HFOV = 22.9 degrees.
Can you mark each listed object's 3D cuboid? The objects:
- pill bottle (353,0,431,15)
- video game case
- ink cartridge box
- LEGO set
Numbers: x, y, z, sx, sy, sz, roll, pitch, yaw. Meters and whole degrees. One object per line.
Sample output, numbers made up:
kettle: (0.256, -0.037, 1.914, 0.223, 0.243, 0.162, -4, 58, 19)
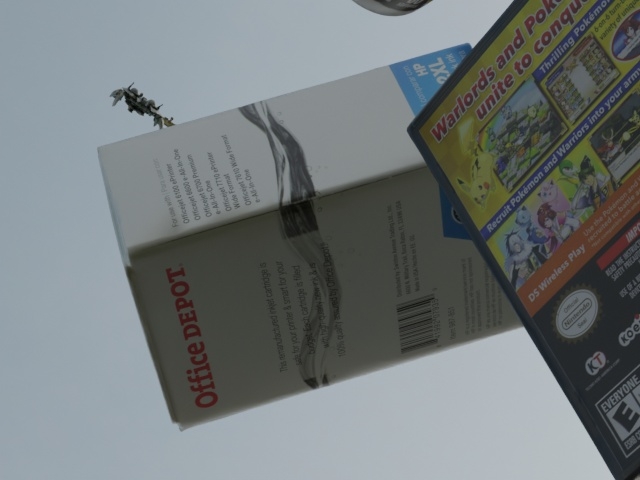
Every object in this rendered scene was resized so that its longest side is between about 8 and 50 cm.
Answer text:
pill bottle: (0.095, -0.233, 0.968, 0.119, 0.208, 0.119, 21, -124, -35)
video game case: (0.185, -0.054, 0.799, 0.035, 0.248, 0.275, 1, -39, -43)
ink cartridge box: (0.000, 0.000, 1.251, 0.307, 0.129, 0.223, -16, -42, -6)
LEGO set: (-0.140, -0.110, 1.270, 0.054, 0.083, 0.023, 37, -81, 4)
